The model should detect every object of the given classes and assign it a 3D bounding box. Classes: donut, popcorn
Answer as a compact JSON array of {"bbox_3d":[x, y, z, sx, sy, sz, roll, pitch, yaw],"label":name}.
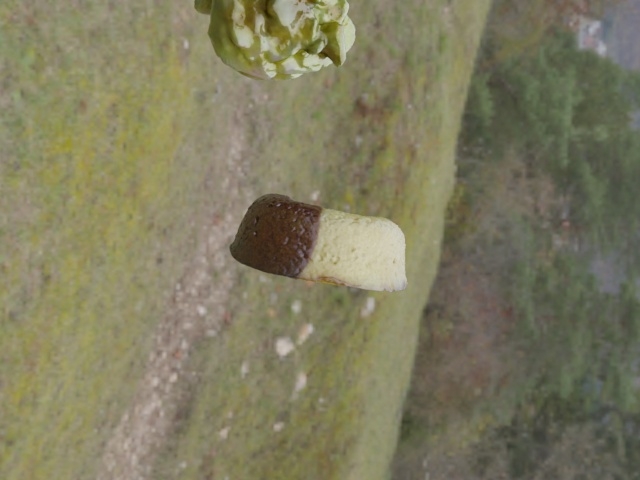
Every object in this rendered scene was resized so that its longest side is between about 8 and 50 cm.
[{"bbox_3d":[0.002,0.001,1.139,0.141,0.217,0.085,-63,164,-85],"label":"donut"},{"bbox_3d":[-0.046,-0.273,1.140,0.167,0.187,0.186,-12,87,-37],"label":"popcorn"}]
